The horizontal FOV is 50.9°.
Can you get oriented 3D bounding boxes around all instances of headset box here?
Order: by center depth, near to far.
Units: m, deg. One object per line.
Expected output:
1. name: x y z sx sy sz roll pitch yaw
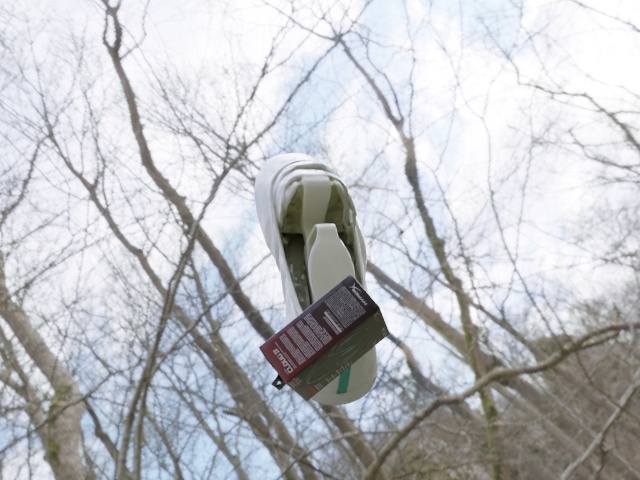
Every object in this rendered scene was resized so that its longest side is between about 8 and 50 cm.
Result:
1. headset box: 0.002 0.068 0.441 0.083 0.032 0.062 -39 -26 -7

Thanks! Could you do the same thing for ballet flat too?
1. ballet flat: 0.000 0.000 0.822 0.139 0.400 0.139 -7 -40 -6
